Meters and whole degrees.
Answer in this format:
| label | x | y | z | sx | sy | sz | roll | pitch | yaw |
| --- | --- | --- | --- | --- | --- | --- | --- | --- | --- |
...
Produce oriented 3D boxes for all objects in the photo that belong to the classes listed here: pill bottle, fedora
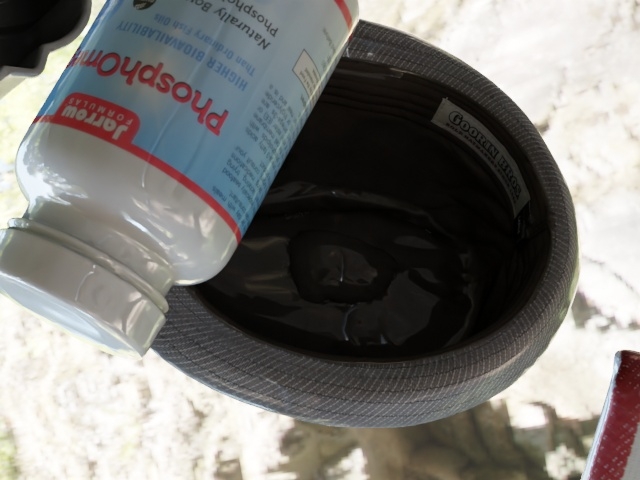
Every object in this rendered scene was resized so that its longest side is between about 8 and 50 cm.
| label | x | y | z | sx | sy | sz | roll | pitch | yaw |
| --- | --- | --- | --- | --- | --- | --- | --- | --- | --- |
| pill bottle | -0.056 | -0.041 | 0.453 | 0.087 | 0.087 | 0.160 | 39 | -111 | -33 |
| fedora | 0.000 | 0.000 | 0.687 | 0.275 | 0.124 | 0.244 | 1 | -116 | -15 |

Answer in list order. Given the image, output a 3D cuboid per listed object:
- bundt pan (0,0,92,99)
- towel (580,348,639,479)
| label | x | y | z | sx | sy | sz | roll | pitch | yaw |
| --- | --- | --- | --- | --- | --- | --- | --- | --- | --- |
| bundt pan | -0.342 | -0.226 | 0.938 | 0.330 | 0.124 | 0.331 | 17 | -123 | -29 |
| towel | 0.227 | 0.179 | 0.385 | 0.037 | 0.329 | 0.237 | -53 | -24 | -67 |
